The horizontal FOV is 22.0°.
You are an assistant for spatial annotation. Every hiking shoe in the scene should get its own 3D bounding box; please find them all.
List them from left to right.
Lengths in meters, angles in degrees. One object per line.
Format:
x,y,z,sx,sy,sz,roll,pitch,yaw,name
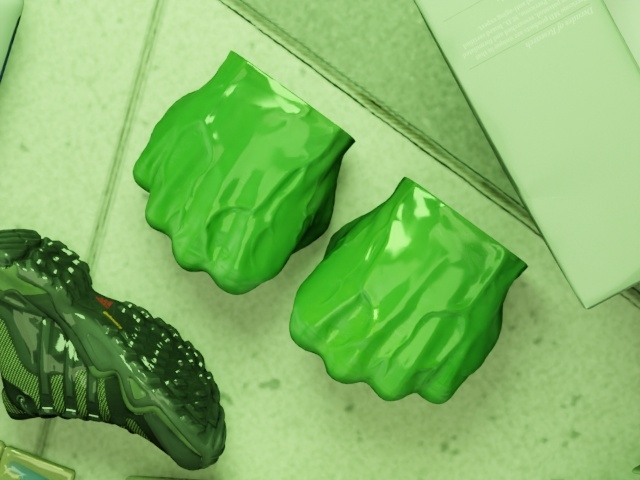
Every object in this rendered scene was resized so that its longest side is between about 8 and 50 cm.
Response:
-0.169,0.096,1.188,0.227,0.086,0.114,42,115,4,hiking shoe

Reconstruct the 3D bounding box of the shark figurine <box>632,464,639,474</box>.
0.238,0.215,1.112,0.278,0.166,0.116,-24,97,10,shark figurine

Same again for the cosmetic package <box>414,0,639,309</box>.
0.142,-0.089,0.985,0.107,0.127,0.238,-31,97,10,cosmetic package

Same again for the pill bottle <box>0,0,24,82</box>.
-0.267,-0.147,1.132,0.112,0.112,0.186,20,101,2,pill bottle

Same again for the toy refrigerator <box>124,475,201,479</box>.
-0.017,0.239,1.180,0.270,0.094,0.102,4,100,5,toy refrigerator

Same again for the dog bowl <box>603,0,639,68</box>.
0.254,-0.117,1.085,0.265,0.104,0.265,1,100,6,dog bowl

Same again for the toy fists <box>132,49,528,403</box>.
0.000,0.000,1.139,0.279,0.096,0.142,37,91,1,toy fists

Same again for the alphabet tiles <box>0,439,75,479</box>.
-0.336,0.264,1.261,0.343,0.011,0.285,21,102,2,alphabet tiles
